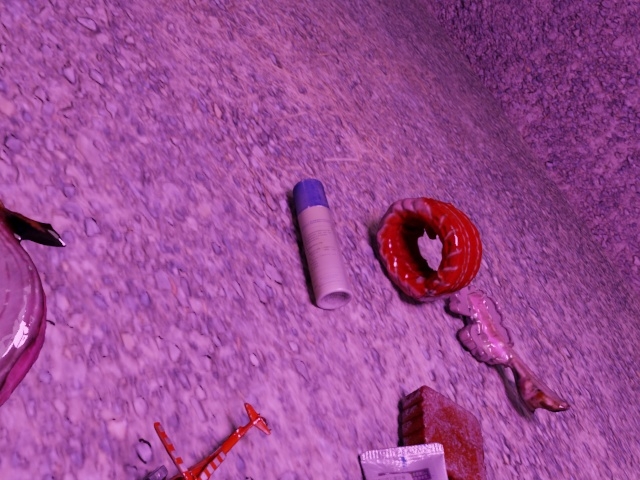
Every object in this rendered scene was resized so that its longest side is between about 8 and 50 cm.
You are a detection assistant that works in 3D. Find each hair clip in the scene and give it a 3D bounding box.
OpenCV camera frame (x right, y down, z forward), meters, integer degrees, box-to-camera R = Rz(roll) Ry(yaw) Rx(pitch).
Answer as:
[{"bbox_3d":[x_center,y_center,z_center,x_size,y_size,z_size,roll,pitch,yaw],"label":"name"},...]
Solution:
[{"bbox_3d":[0.356,0.215,1.116,0.173,0.069,0.300,11,38,-45],"label":"hair clip"}]

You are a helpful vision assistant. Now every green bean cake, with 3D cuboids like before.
[{"bbox_3d":[0.179,0.298,0.842,0.135,0.056,0.135,33,36,-19],"label":"green bean cake"}]

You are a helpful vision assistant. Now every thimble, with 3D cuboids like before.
[{"bbox_3d":[0.201,0.010,1.064,0.125,0.163,0.189,0,56,-51],"label":"thimble"}]

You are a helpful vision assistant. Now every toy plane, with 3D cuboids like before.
[{"bbox_3d":[-0.125,0.222,0.559,0.126,0.077,0.194,44,25,-14],"label":"toy plane"}]

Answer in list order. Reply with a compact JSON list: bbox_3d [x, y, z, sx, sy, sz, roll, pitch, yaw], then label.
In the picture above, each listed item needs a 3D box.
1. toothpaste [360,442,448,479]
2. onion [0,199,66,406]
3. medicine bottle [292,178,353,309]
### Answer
[{"bbox_3d":[0.127,0.390,0.671,0.114,0.073,0.299,-4,50,-7],"label":"toothpaste"},{"bbox_3d":[-0.361,0.084,0.361,0.267,0.159,0.348,39,51,2],"label":"onion"},{"bbox_3d":[0.000,0.000,0.936,0.059,0.059,0.230,20,43,-37],"label":"medicine bottle"}]
